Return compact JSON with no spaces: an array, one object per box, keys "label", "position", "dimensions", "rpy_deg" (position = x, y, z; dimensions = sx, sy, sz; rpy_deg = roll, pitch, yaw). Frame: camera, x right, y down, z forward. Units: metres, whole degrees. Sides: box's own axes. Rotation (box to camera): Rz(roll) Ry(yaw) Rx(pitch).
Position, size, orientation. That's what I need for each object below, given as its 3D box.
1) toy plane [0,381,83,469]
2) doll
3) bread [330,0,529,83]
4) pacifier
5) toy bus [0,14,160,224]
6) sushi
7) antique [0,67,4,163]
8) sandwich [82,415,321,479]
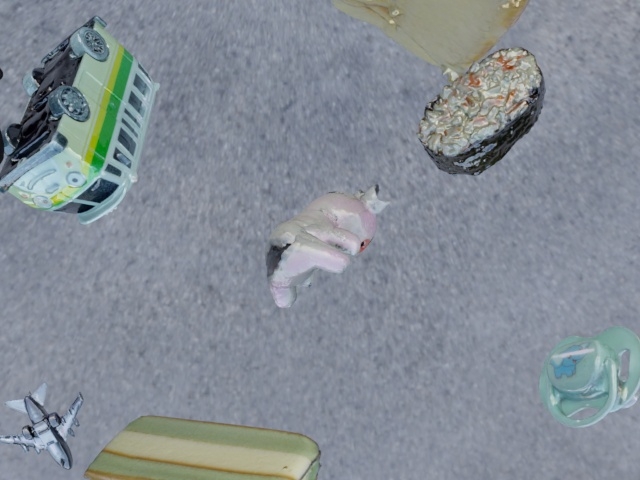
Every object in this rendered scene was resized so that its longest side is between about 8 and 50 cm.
[{"label":"toy plane","position":[-0.234,0.164,0.746],"dimensions":[0.078,0.031,0.083],"rpy_deg":[-25,105,-6]},{"label":"doll","position":[0.000,0.000,1.105],"dimensions":[0.095,0.192,0.149],"rpy_deg":[51,131,-2]},{"label":"bread","position":[0.194,-0.449,1.137],"dimensions":[0.279,0.390,0.371],"rpy_deg":[33,85,2]},{"label":"pacifier","position":[0.332,0.171,1.031],"dimensions":[0.116,0.127,0.150],"rpy_deg":[32,141,-26]},{"label":"toy bus","position":[-0.319,-0.155,1.181],"dimensions":[0.133,0.276,0.164],"rpy_deg":[-28,130,29]},{"label":"sushi","position":[0.178,-0.139,0.948],"dimensions":[0.150,0.090,0.078],"rpy_deg":[-39,147,3]},{"label":"antique","position":[-0.512,-0.122,0.981],"dimensions":[0.255,0.322,0.185],"rpy_deg":[-12,129,9]},{"label":"sandwich","position":[-0.089,0.162,0.645],"dimensions":[0.163,0.079,0.113],"rpy_deg":[29,131,15]}]
